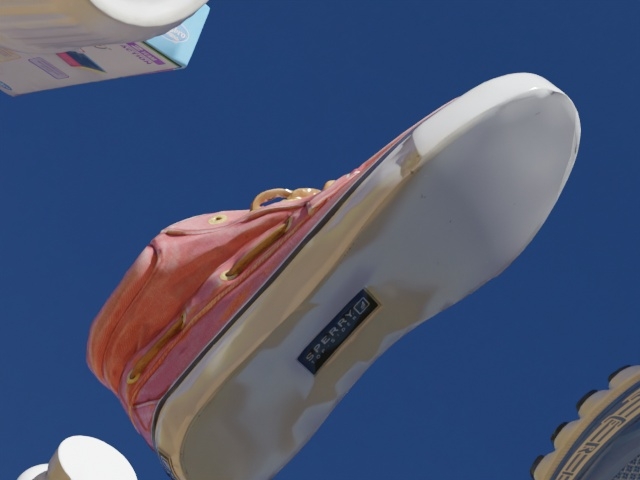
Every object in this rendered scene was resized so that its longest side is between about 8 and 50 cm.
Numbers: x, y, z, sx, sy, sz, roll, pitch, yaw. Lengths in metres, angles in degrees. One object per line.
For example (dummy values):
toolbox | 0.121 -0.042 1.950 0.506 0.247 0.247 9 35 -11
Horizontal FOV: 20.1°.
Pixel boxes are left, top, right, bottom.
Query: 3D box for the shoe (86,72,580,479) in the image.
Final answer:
shoe | 0.000 0.000 0.601 0.081 0.178 0.063 39 -9 48

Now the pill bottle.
pill bottle | -0.231 0.255 1.524 0.103 0.103 0.184 38 -65 7

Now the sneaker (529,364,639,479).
sneaker | 0.240 0.113 0.886 0.147 0.330 0.130 53 -6 49

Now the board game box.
board game box | -0.286 -0.226 1.629 0.242 0.064 0.316 32 -20 -34

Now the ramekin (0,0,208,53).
ramekin | -0.163 -0.266 1.314 0.127 0.273 0.273 12 -60 38
